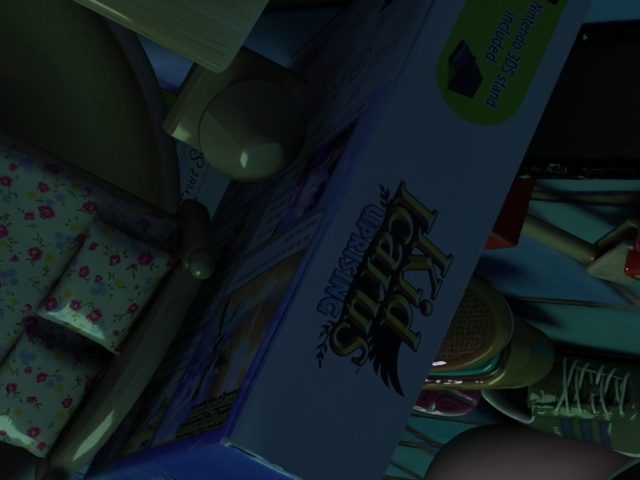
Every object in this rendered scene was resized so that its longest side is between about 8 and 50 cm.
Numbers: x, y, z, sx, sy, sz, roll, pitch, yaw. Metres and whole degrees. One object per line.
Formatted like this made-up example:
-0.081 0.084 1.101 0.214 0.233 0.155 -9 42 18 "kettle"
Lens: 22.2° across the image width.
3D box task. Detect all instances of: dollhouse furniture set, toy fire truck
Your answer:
-0.177 -0.013 0.596 0.303 0.356 0.174 26 -162 -22 "dollhouse furniture set"
0.174 0.005 0.881 0.192 0.047 0.135 29 161 -35 "toy fire truck"

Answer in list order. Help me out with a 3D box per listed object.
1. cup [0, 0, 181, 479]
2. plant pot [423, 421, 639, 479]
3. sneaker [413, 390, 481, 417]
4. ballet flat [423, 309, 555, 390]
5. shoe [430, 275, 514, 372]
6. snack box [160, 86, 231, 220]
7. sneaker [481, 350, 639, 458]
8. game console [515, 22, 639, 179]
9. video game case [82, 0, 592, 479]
-0.257 -0.045 0.802 0.331 0.331 0.237 27 -170 -27 "cup"
0.206 0.258 1.384 0.256 0.256 0.274 27 177 -29 "plant pot"
0.052 0.100 1.299 0.170 0.063 0.075 17 164 21 "sneaker"
0.073 0.085 1.207 0.073 0.080 0.232 15 171 -42 "ballet flat"
0.057 0.047 1.133 0.058 0.077 0.219 -11 -171 -41 "shoe"
-0.062 -0.013 1.037 0.207 0.070 0.174 27 162 -22 "snack box"
0.190 0.116 1.190 0.086 0.064 0.192 20 167 -26 "sneaker"
0.143 -0.064 0.756 0.122 0.071 0.107 3 -172 43 "game console"
0.000 0.000 0.692 0.061 0.244 0.269 30 162 -11 "video game case"
